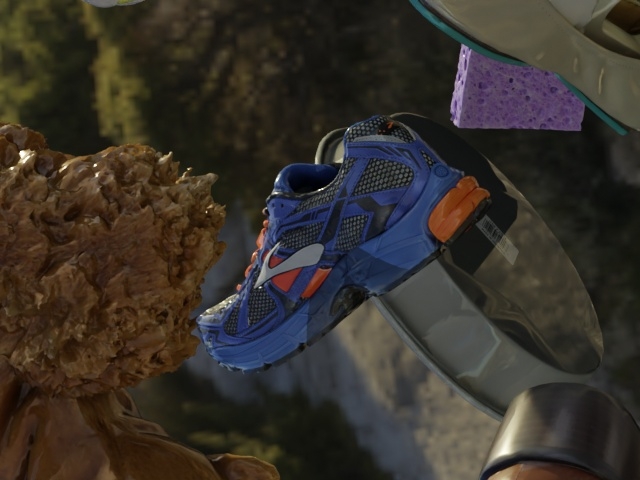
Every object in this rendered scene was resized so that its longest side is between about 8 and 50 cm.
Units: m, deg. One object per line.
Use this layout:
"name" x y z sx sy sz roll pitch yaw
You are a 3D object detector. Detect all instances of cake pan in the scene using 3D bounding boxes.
"cake pan" 0.117 0.015 1.444 0.054 0.293 0.293 -40 56 23

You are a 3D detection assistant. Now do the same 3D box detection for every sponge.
"sponge" 0.185 -0.196 1.607 0.031 0.117 0.210 -122 37 -64

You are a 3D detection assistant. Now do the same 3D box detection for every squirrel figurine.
"squirrel figurine" -0.210 0.111 1.460 0.370 0.281 0.397 39 129 34

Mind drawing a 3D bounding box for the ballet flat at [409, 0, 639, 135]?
"ballet flat" 0.132 -0.128 0.996 0.086 0.248 0.086 -10 73 34

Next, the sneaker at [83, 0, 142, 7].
"sneaker" -0.077 -0.208 1.026 0.126 0.240 0.091 -36 99 23

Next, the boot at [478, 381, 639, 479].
"boot" 0.116 0.239 0.743 0.096 0.280 0.264 -6 128 26

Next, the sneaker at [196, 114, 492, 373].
"sneaker" 0.000 0.000 1.026 0.221 0.083 0.087 -36 90 41
